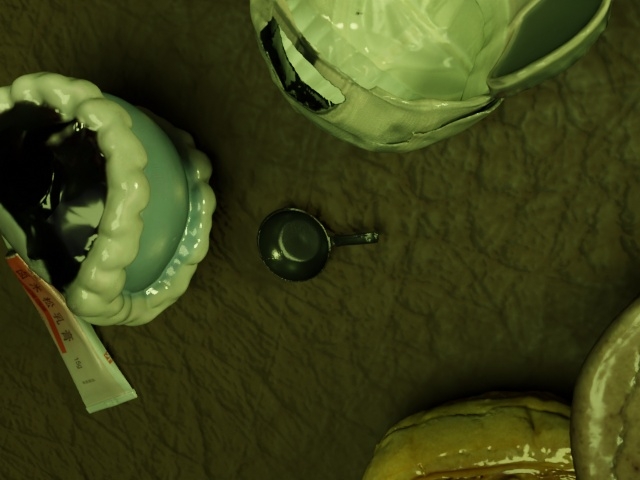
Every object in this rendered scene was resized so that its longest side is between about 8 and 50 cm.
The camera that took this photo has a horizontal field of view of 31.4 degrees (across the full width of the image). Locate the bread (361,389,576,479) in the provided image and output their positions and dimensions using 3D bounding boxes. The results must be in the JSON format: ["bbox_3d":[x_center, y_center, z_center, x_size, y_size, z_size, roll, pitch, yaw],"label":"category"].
[{"bbox_3d":[0.153,0.224,0.960,0.236,0.120,0.198,-12,105,23],"label":"bread"}]

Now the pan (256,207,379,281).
[{"bbox_3d":[0.001,0.000,0.990,0.115,0.023,0.068,-5,106,24],"label":"pan"}]

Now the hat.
[{"bbox_3d":[0.081,-0.190,0.834,0.275,0.161,0.232,-44,88,3],"label":"hat"}]

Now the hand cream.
[{"bbox_3d":[-0.254,0.072,1.108,0.052,0.038,0.216,-10,110,51],"label":"hand cream"}]

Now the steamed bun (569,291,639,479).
[{"bbox_3d":[0.286,0.154,0.813,0.199,0.251,0.301,-12,95,22],"label":"steamed bun"}]

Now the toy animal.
[{"bbox_3d":[-0.183,-0.044,0.953,0.156,0.204,0.208,-46,70,12],"label":"toy animal"}]
